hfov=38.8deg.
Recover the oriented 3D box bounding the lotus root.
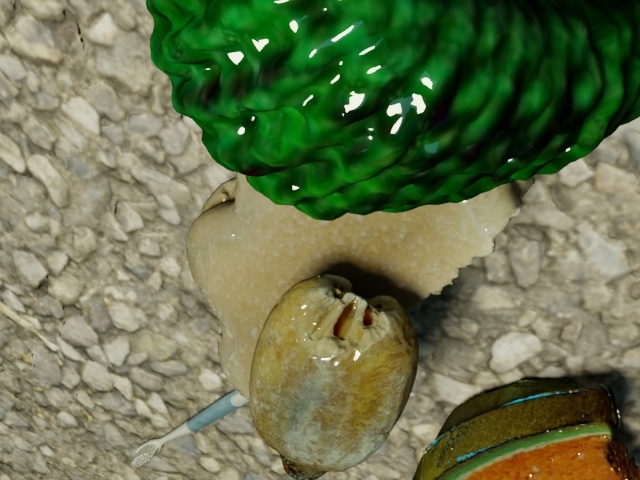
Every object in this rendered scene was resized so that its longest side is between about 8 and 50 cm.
[{"bbox_3d":[0.004,0.107,0.648,0.113,0.088,0.192,19,128,3],"label":"lotus root"}]

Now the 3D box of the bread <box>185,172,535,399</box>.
[{"bbox_3d":[0.000,0.004,0.696,0.183,0.102,0.337,37,131,-6],"label":"bread"}]

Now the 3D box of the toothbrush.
[{"bbox_3d":[-0.124,0.188,0.945,0.019,0.025,0.276,45,131,-11],"label":"toothbrush"}]

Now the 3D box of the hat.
[{"bbox_3d":[0.003,-0.120,0.510,0.274,0.242,0.332,10,169,-35],"label":"hat"}]

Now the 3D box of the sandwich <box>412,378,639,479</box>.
[{"bbox_3d":[0.179,0.184,0.778,0.159,0.079,0.235,20,135,-4],"label":"sandwich"}]
